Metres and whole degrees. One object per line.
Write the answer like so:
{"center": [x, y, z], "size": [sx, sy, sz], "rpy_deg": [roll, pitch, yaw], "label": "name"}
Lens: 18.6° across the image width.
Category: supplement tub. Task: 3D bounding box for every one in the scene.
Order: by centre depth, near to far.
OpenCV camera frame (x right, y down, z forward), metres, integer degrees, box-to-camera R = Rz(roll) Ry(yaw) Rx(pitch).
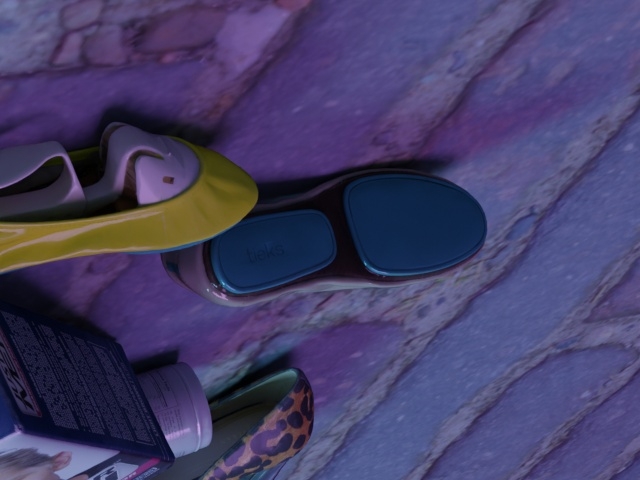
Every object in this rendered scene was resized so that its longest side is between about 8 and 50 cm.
{"center": [-0.142, 0.137, 1.456], "size": [0.107, 0.071, 0.071], "rpy_deg": [-16, 153, -23], "label": "supplement tub"}

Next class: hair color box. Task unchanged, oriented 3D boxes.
{"center": [-0.227, 0.129, 1.238], "size": [0.174, 0.105, 0.347], "rpy_deg": [-29, 167, 5], "label": "hair color box"}

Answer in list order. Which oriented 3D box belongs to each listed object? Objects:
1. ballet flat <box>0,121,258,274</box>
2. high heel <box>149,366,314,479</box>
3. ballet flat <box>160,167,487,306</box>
{"center": [-0.137, -0.029, 1.138], "size": [0.231, 0.077, 0.077], "rpy_deg": [-12, 136, -25], "label": "ballet flat"}
{"center": [-0.132, 0.170, 1.537], "size": [0.261, 0.093, 0.186], "rpy_deg": [-3, 135, -36], "label": "high heel"}
{"center": [0.000, 0.000, 1.336], "size": [0.248, 0.086, 0.086], "rpy_deg": [-5, 148, -36], "label": "ballet flat"}
